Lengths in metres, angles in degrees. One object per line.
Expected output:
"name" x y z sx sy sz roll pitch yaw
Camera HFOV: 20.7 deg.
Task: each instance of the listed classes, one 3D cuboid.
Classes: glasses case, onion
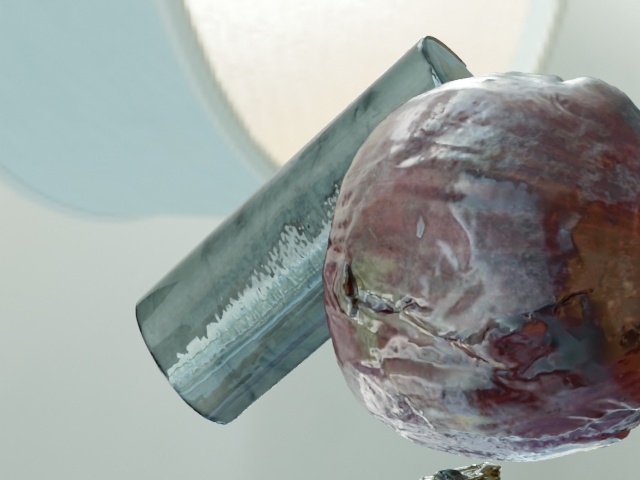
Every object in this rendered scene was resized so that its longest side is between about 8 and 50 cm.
"glasses case" 0.000 0.000 1.176 0.060 0.299 0.114 -6 -120 -58
"onion" 0.118 0.015 0.972 0.120 0.283 0.227 -3 -88 -55

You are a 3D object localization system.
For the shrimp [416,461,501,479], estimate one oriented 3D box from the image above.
"shrimp" 0.019 0.254 1.426 0.152 0.287 0.063 67 -179 -63
